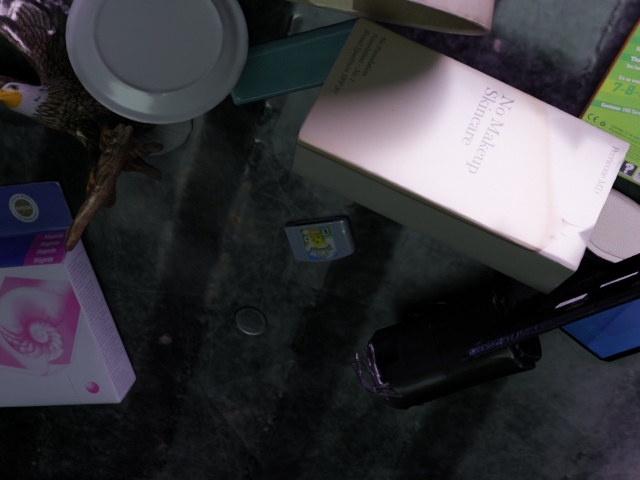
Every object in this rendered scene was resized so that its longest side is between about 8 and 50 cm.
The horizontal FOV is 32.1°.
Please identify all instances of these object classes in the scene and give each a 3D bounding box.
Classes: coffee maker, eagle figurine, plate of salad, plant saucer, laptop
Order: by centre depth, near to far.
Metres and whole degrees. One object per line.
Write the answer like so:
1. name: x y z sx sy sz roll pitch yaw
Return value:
1. laptop: 0.327 0.096 1.206 0.234 0.264 0.136 -28 92 39
2. plate of salad: -0.180 -0.223 1.237 0.200 0.199 0.048 31 166 -3
3. plant saucer: -0.027 -0.201 1.276 0.192 0.018 0.067 -10 117 23
4. eagle figurine: -0.318 -0.181 1.305 0.226 0.225 0.298 -40 69 -7
5. coffee maker: 0.158 0.135 1.331 0.178 0.171 0.120 -25 94 26

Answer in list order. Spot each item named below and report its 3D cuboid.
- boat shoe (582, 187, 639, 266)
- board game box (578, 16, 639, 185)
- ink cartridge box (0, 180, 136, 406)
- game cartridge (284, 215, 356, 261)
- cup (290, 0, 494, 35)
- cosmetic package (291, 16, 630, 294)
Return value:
1. boat shoe: 0.283 -0.023 1.267 0.233 0.084 0.079 20 162 -3
2. board game box: 0.371 -0.176 1.158 0.124 0.039 0.259 26 127 0
3. ink cartridge box: -0.459 0.089 1.556 0.324 0.071 0.330 -5 120 20
4. game cartridge: 0.000 0.000 1.391 0.083 0.017 0.056 -7 121 21
5. cup: 0.021 -0.342 1.028 0.331 0.331 0.236 13 97 9
6. cosmetic package: 0.141 -0.087 1.167 0.310 0.160 0.113 25 164 3
